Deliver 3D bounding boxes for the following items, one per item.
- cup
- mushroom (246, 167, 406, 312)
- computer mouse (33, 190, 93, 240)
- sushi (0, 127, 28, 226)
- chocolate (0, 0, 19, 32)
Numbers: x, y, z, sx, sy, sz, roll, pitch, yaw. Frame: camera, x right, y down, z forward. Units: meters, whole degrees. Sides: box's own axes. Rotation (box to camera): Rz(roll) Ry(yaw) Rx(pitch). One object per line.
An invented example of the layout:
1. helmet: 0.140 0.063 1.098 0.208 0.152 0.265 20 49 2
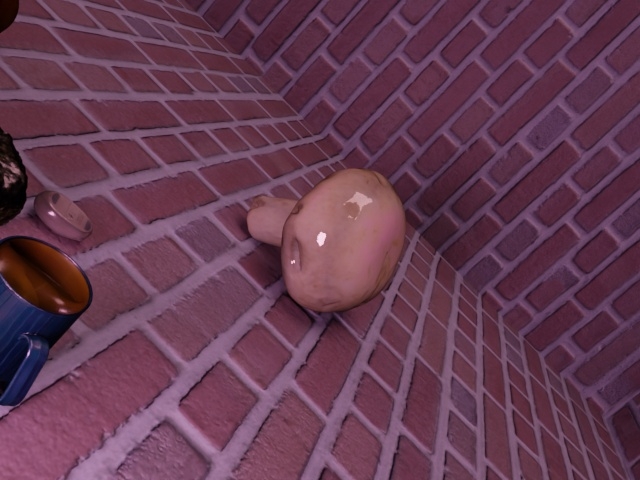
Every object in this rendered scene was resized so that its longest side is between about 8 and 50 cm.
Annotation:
1. cup: -0.335 0.090 0.731 0.113 0.138 0.150 38 18 -18
2. mushroom: 0.029 0.015 1.554 0.325 0.353 0.353 60 11 -21
3. computer mouse: -0.396 -0.034 1.053 0.096 0.039 0.066 45 16 -24
4. sushi: -0.473 -0.109 0.885 0.126 0.136 0.225 11 39 -53
5. chocolate: -0.649 -0.458 1.287 0.176 0.177 0.177 40 18 -15
